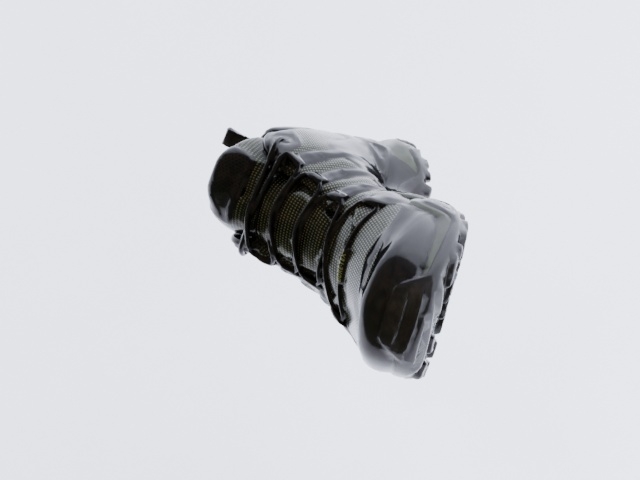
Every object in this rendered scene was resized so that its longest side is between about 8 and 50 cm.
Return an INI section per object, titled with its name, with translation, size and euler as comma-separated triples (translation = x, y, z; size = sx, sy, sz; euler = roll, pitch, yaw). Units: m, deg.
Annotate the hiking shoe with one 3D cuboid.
[hiking shoe]
translation = 0.000, 0.000, 0.908
size = 0.114, 0.227, 0.086
euler = 12, -75, -9
